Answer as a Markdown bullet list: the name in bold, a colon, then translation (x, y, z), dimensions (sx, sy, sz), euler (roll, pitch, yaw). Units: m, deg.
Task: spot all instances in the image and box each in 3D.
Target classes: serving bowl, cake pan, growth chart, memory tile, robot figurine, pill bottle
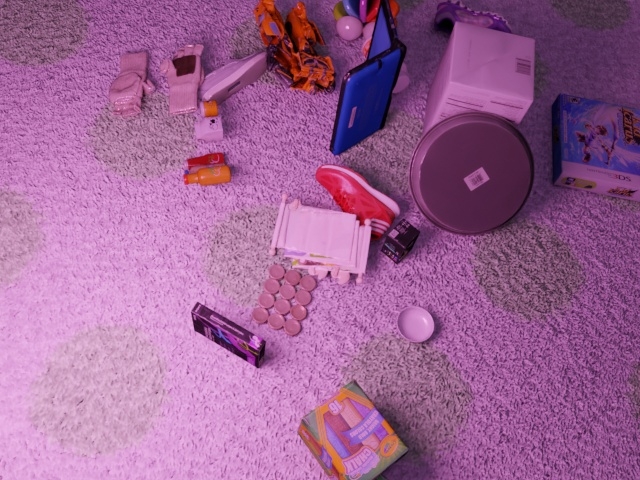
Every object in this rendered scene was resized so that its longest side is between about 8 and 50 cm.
- **serving bowl**: translation (0.204, 0.186, 1.472), dimensions (0.083, 0.027, 0.083), euler (3, 61, -6)
- **cake pan**: translation (0.350, -0.148, 1.553), dimensions (0.293, 0.054, 0.293), euler (1, 104, 3)
- **growth chart**: translation (0.000, 0.000, 1.516), dimensions (0.237, 0.021, 0.172), euler (15, 78, 10)
- **memory tile**: translation (-0.078, 0.129, 1.475), dimensions (0.113, 0.012, 0.148), euler (19, 60, 2)
- **robot figurine**: translation (-0.062, -0.497, 1.737), dimensions (0.211, 0.085, 0.291), euler (-3, 58, -38)
- **pill bottle**: translation (0.176, -0.468, 1.787), dimensions (0.086, 0.086, 0.152), euler (-17, 65, -16)

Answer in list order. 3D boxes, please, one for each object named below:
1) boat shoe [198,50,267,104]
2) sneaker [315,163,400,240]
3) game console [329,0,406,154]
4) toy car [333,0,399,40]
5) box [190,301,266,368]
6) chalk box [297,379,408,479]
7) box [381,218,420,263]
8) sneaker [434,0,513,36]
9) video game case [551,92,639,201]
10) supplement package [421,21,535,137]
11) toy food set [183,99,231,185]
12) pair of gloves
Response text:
- **boat shoe**: translation (-0.225, -0.429, 1.717), dimensions (0.227, 0.079, 0.081), euler (-40, 78, -21)
- **sneaker**: translation (0.065, -0.081, 1.566), dimensions (0.221, 0.087, 0.128), euler (29, 61, 9)
- **game console**: translation (0.090, -0.391, 1.617), dimensions (0.250, 0.293, 0.173), euler (-34, 69, -22)
- **toy car**: translation (0.127, -0.630, 1.839), dimensions (0.181, 0.136, 0.159), euler (11, 61, -1)
- **box**: translation (-0.187, 0.193, 1.367), dimensions (0.162, 0.116, 0.029), euler (30, 63, 9)
- **chalk box**: translation (0.070, 0.401, 1.280), dimensions (0.132, 0.132, 0.213), euler (-30, 68, -22)
- **box**: translation (0.181, 0.002, 1.536), dimensions (0.052, 0.083, 0.062), euler (40, 65, 15)
- **sneaker**: translation (0.418, -0.594, 1.891), dimensions (0.236, 0.095, 0.105), euler (27, 68, 13)
- **video game case**: translation (0.731, -0.245, 1.757), dimensions (0.244, 0.061, 0.270), euler (11, 61, -3)
- **supplement package**: translation (0.379, -0.349, 1.649), dimensions (0.198, 0.263, 0.199), euler (12, 61, -1)
- **toy food set**: translation (-0.278, -0.215, 1.576), dimensions (0.104, 0.111, 0.232), euler (-8, 66, -12)
- **pair of gloves**: translation (-0.406, -0.397, 1.668), dimensions (0.240, 0.042, 0.204), euler (-1, 62, 11)
